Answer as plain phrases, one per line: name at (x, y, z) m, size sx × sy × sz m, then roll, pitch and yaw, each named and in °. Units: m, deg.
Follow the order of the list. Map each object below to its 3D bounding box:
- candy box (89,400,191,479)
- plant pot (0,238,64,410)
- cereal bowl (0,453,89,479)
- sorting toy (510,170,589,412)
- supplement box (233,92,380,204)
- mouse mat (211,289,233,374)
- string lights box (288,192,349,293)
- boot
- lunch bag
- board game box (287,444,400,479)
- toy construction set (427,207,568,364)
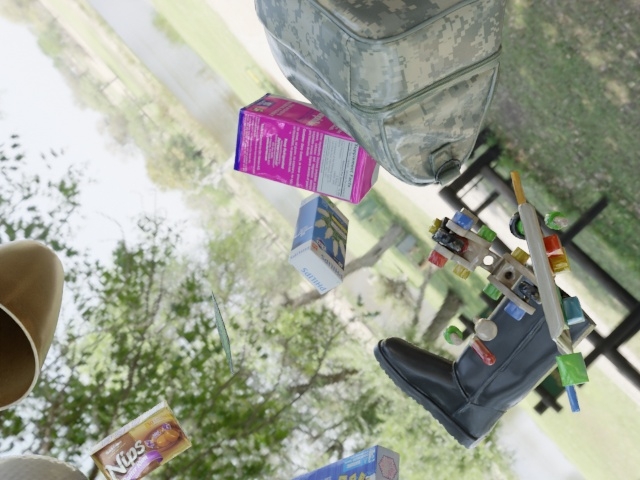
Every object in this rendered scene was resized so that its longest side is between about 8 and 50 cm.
candy box at (-0.388, 0.446, 1.523) m, size 0.109 × 0.186 × 0.053 m, roll 62°, pitch 167°, yaw -13°
plant pot at (-0.527, 0.109, 1.161) m, size 0.237 × 0.237 × 0.254 m, roll 49°, pitch -159°, yaw -18°
cereal bowl at (-0.612, 0.530, 1.383) m, size 0.339 × 0.339 × 0.141 m, roll 51°, pitch -172°, yaw -46°
sorting toy at (0.321, 0.055, 0.962) m, size 0.196 × 0.047 × 0.348 m, roll 38°, pitch -140°, yaw -62°
supplement box at (-0.016, -0.152, 1.145) m, size 0.220 × 0.114 × 0.111 m, roll 17°, pitch -150°, yaw 13°
mouse mat at (-0.258, 0.239, 1.848) m, size 0.190 × 0.007 × 0.153 m, roll -121°, pitch 23°, yaw -47°
string lights box at (0.000, 0.000, 1.832) m, size 0.133 × 0.076 × 0.260 m, roll 46°, pitch -150°, yaw -26°
boot at (0.394, 0.239, 1.747) m, size 0.367 × 0.445 × 0.146 m, roll 41°, pitch -157°, yaw 12°
lunch bag at (0.064, -0.233, 0.858) m, size 0.305 × 0.212 × 0.256 m, roll 49°, pitch 158°, yaw 36°
board game box at (0.023, 0.600, 1.383) m, size 0.065 × 0.318 × 0.318 m, roll 29°, pitch -134°, yaw -25°
toy construction set at (0.322, 0.070, 1.447) m, size 0.257 × 0.309 × 0.237 m, roll 7°, pitch -172°, yaw -4°
